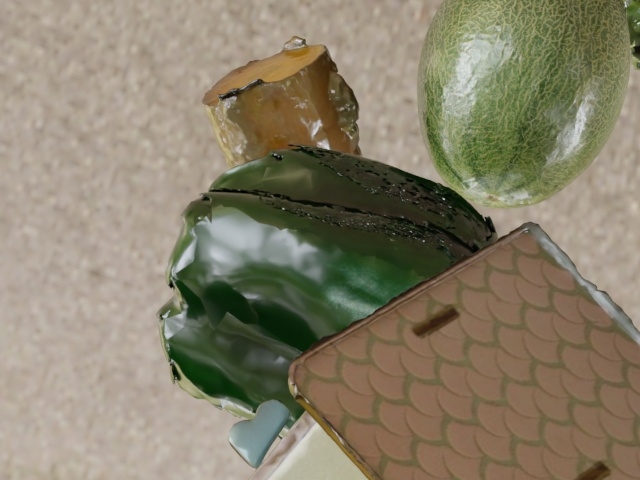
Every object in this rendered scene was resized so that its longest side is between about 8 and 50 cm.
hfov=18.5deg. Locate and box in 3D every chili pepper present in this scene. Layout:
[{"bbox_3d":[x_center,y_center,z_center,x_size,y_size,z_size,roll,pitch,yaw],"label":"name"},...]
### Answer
[{"bbox_3d":[0.043,0.051,1.101,0.261,0.174,0.165,19,-177,7],"label":"chili pepper"}]

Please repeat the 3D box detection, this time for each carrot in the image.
[{"bbox_3d":[0.000,0.000,1.321,0.102,0.102,0.263,-9,108,30],"label":"carrot"}]

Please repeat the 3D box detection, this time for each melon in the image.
[{"bbox_3d":[0.133,-0.113,1.276,0.139,0.192,0.139,15,158,6],"label":"melon"}]

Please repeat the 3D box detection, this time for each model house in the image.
[{"bbox_3d":[0.048,0.114,0.886,0.244,0.169,0.326,-49,157,17],"label":"model house"}]

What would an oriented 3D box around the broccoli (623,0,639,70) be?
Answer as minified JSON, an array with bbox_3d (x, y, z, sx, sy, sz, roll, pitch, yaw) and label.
[{"bbox_3d":[0.266,-0.299,1.533,0.334,0.324,0.272,-1,-179,-36],"label":"broccoli"}]
